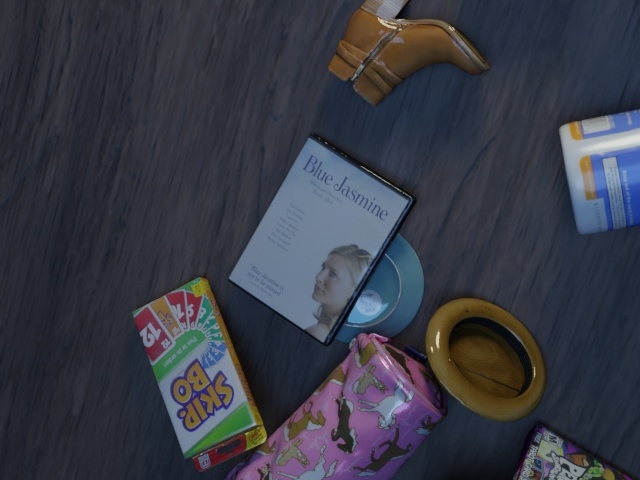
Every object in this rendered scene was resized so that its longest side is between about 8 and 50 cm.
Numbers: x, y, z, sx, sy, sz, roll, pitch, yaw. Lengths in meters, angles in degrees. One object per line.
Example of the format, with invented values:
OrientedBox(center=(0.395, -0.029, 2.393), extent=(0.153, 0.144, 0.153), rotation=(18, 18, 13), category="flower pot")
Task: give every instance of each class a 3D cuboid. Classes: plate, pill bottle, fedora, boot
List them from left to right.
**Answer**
OrientedBox(center=(0.056, 0.063, 1.748), extent=(0.188, 0.024, 0.188), rotation=(2, 101, 9), category="plate")
OrientedBox(center=(0.118, -0.244, 1.652), extent=(0.197, 0.073, 0.152), rotation=(39, 104, 13), category="boot")
OrientedBox(center=(0.222, 0.177, 1.696), extent=(0.194, 0.194, 0.079), rotation=(41, 143, 0), category="fedora")
OrientedBox(center=(0.458, -0.103, 1.577), extent=(0.272, 0.152, 0.152), rotation=(-10, 99, 12), category="pill bottle")

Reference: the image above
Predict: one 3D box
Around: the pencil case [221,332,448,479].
OrientedBox(center=(0.007, 0.307, 1.738), extent=(0.160, 0.167, 0.386), rotation=(36, 106, -24), category="pencil case")

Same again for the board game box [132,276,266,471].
OrientedBox(center=(-0.177, 0.196, 1.763), extent=(0.124, 0.039, 0.259), rotation=(-27, 75, 14), category="board game box")

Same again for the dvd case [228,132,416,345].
OrientedBox(center=(0.000, 0.000, 1.725), extent=(0.180, 0.022, 0.253), rotation=(33, 103, 13), category="dvd case")

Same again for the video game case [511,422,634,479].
OrientedBox(center=(0.355, 0.386, 1.657), extent=(0.210, 0.232, 0.042), rotation=(31, 129, 3), category="video game case")
